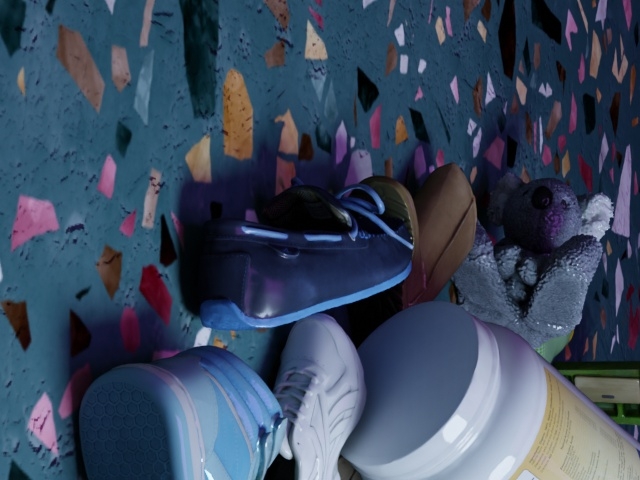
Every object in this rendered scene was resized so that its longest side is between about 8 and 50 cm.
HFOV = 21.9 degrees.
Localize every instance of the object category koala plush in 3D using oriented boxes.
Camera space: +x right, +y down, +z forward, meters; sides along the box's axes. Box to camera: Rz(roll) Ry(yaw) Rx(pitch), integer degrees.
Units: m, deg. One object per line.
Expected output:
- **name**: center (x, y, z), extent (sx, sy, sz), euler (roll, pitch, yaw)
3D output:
- **koala plush**: center (0.280, 0.006, 2.174), extent (0.203, 0.196, 0.221), euler (80, 23, -49)

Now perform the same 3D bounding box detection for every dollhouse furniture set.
- **dollhouse furniture set**: center (0.387, 0.172, 2.437), extent (0.197, 0.151, 0.301), euler (-47, 133, -56)

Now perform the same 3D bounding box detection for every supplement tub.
- **supplement tub**: center (0.181, 0.226, 1.731), extent (0.316, 0.228, 0.228), euler (41, 51, -32)

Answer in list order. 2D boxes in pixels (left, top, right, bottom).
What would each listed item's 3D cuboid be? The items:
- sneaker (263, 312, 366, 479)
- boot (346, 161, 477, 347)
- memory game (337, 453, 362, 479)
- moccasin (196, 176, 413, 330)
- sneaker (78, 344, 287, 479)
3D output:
- **sneaker**: center (-0.021, 0.178, 1.606), extent (0.115, 0.090, 0.232), euler (32, 61, -59)
- **boot**: center (0.106, -0.020, 1.891), extent (0.269, 0.089, 0.236), euler (-51, 149, -53)
- **memory game**: center (0.065, 0.190, 1.805), extent (0.186, 0.012, 0.186), euler (-23, 123, -40)
- **moccasin**: center (0.000, 0.000, 1.587), extent (0.342, 0.138, 0.116), euler (-22, 106, -65)
- **sneaker**: center (-0.093, 0.238, 1.399), extent (0.208, 0.127, 0.319), euler (-26, 116, -62)
